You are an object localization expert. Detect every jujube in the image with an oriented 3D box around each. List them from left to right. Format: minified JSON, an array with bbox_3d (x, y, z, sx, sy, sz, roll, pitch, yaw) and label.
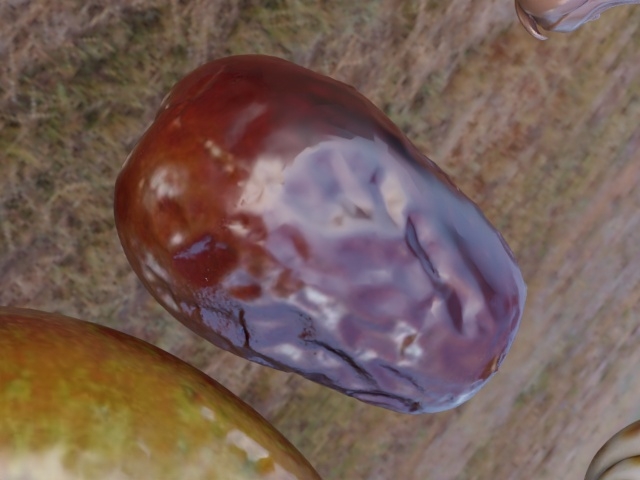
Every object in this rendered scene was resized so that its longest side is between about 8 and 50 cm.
[{"bbox_3d":[0.000,0.000,0.845,0.223,0.318,0.223,-54,-173,9],"label":"jujube"}]

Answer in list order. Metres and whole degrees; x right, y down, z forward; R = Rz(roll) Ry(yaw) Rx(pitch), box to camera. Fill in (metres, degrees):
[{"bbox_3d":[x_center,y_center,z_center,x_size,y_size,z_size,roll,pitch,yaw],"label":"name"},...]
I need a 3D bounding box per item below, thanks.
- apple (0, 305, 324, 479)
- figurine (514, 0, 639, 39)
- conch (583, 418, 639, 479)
[{"bbox_3d":[-0.150,0.219,0.407,0.374,0.374,0.384,107,-3,-53],"label":"apple"},{"bbox_3d":[0.220,-0.227,0.885,0.157,0.126,0.114,-40,-161,15],"label":"figurine"},{"bbox_3d":[0.307,0.233,0.920,0.149,0.275,0.182,-1,-105,67],"label":"conch"}]
